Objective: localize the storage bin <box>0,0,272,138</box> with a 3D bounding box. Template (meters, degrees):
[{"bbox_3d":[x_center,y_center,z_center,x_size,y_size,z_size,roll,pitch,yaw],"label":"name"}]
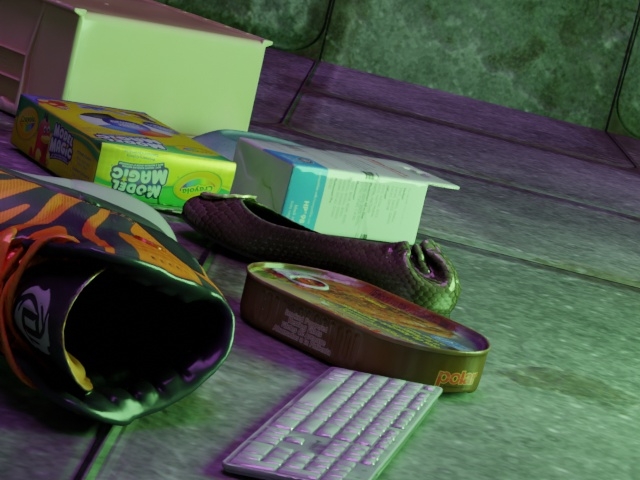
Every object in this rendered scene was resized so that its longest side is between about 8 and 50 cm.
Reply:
[{"bbox_3d":[-0.234,-0.190,2.035,0.262,0.123,0.260,3,14,-44],"label":"storage bin"}]

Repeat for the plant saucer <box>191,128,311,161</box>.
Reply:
[{"bbox_3d":[-0.052,-0.076,1.904,0.195,0.037,0.195,13,10,-2],"label":"plant saucer"}]

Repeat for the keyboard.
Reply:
[{"bbox_3d":[0.013,0.102,1.087,0.072,0.014,0.256,16,10,10],"label":"keyboard"}]

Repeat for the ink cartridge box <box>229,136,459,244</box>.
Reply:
[{"bbox_3d":[0.020,-0.041,1.739,0.180,0.060,0.104,7,12,-32],"label":"ink cartridge box"}]

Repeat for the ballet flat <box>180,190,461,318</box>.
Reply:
[{"bbox_3d":[0.000,0.000,1.495,0.250,0.058,0.084,21,11,33],"label":"ballet flat"}]

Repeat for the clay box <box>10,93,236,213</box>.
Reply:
[{"bbox_3d":[-0.165,-0.071,1.676,0.127,0.053,0.222,7,11,-32],"label":"clay box"}]

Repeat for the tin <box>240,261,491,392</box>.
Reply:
[{"bbox_3d":[0.026,0.057,1.290,0.106,0.040,0.189,9,10,-45],"label":"tin"}]

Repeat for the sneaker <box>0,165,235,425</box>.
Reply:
[{"bbox_3d":[-0.187,0.008,1.016,0.321,0.125,0.180,9,10,-26],"label":"sneaker"}]
